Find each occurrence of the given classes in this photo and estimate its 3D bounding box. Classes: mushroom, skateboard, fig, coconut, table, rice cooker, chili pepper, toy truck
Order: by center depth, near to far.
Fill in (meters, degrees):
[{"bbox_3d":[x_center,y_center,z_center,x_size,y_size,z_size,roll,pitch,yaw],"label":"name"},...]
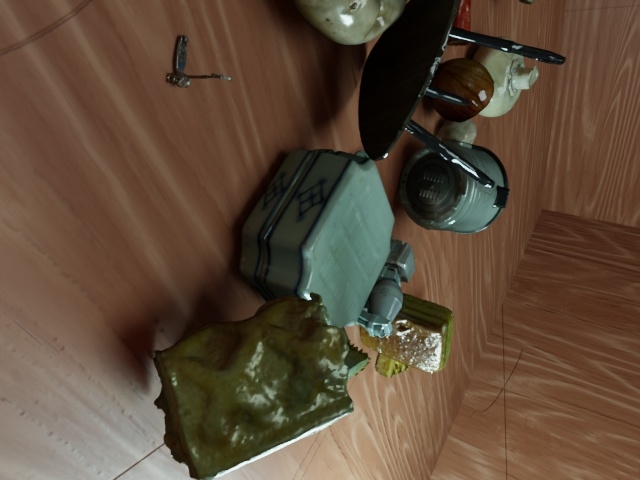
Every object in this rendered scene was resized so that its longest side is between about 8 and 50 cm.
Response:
[{"bbox_3d":[-0.148,-0.220,0.613,0.032,0.083,0.064,-4,106,-58],"label":"skateboard"},{"bbox_3d":[0.091,-0.429,0.707,0.292,0.289,0.293,-28,123,-56],"label":"mushroom"},{"bbox_3d":[0.237,-0.250,0.909,0.248,0.317,0.318,17,89,-20],"label":"table"},{"bbox_3d":[0.150,0.111,1.210,0.257,0.140,0.108,-55,144,-30],"label":"toy truck"},{"bbox_3d":[0.346,-0.414,1.307,0.175,0.207,0.175,-53,-176,5],"label":"fig"},{"bbox_3d":[0.353,-0.139,1.312,0.226,0.280,0.242,2,101,-43],"label":"rice cooker"},{"bbox_3d":[0.377,-0.613,1.328,0.088,0.064,0.169,-13,111,-58],"label":"chili pepper"},{"bbox_3d":[0.407,-0.315,1.473,0.124,0.110,0.110,-46,140,-29],"label":"coconut"},{"bbox_3d":[0.568,-0.511,1.557,0.246,0.202,0.247,-15,110,-47],"label":"mushroom"}]

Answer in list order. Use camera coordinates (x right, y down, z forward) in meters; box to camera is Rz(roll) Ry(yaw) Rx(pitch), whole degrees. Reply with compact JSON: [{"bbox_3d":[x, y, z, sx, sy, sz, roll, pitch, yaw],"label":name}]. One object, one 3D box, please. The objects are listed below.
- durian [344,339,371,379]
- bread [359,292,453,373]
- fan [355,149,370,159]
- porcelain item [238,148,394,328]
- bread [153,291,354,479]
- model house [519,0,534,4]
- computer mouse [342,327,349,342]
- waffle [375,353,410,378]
[{"bbox_3d":[-0.070,0.263,0.882,0.306,0.166,0.172,-12,108,-24],"label":"durian"},{"bbox_3d":[0.218,0.232,1.290,0.110,0.234,0.185,-46,141,-44],"label":"bread"},{"bbox_3d":[0.083,-0.094,1.131,0.132,0.009,0.220,-19,118,-52],"label":"fan"},{"bbox_3d":[0.000,0.000,0.890,0.282,0.157,0.286,-61,147,-21],"label":"porcelain item"},{"bbox_3d":[-0.097,0.200,0.694,0.251,0.196,0.239,-12,159,-23],"label":"bread"},{"bbox_3d":[0.641,-0.877,1.484,0.298,0.243,0.285,-9,119,-53],"label":"model house"},{"bbox_3d":[0.019,0.222,1.062,0.229,0.068,0.113,-120,-152,-75],"label":"computer mouse"},{"bbox_3d":[0.261,0.332,1.582,0.274,0.057,0.168,7,97,-60],"label":"waffle"}]
